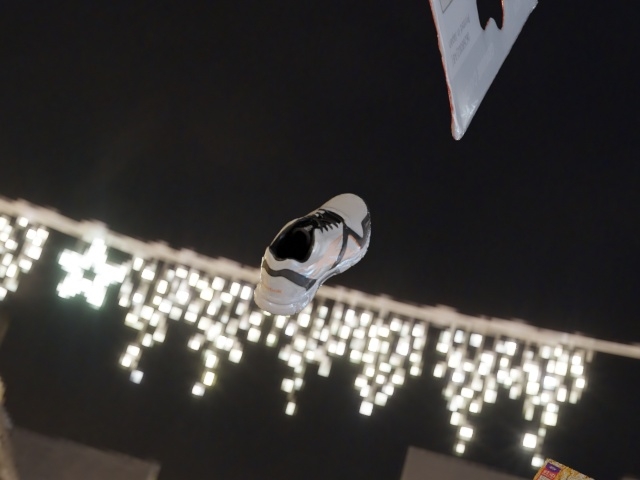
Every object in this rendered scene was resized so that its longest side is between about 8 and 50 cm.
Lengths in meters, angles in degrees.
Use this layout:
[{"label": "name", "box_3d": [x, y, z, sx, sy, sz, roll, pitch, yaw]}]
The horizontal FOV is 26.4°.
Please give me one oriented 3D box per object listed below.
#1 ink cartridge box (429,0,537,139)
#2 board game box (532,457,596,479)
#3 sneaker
[{"label": "ink cartridge box", "box_3d": [0.013, -0.132, 0.374, 0.045, 0.145, 0.179, -7, -67, 21]}, {"label": "board game box", "box_3d": [0.333, 0.314, 1.452, 0.147, 0.045, 0.193, 44, -15, -33]}, {"label": "sneaker", "box_3d": [0.000, 0.000, 0.815, 0.040, 0.109, 0.043, 22, -47, 19]}]
